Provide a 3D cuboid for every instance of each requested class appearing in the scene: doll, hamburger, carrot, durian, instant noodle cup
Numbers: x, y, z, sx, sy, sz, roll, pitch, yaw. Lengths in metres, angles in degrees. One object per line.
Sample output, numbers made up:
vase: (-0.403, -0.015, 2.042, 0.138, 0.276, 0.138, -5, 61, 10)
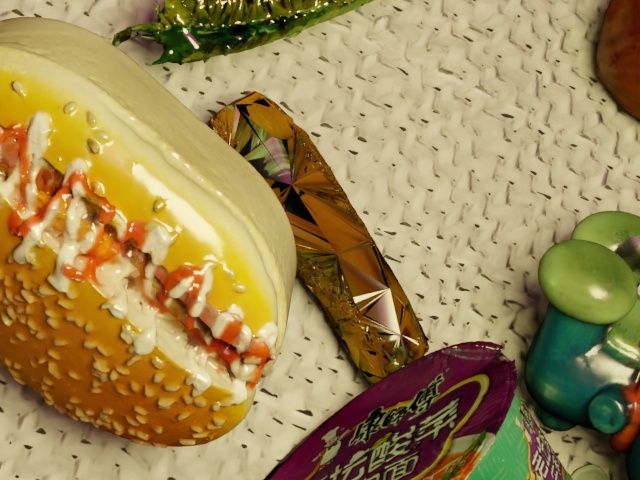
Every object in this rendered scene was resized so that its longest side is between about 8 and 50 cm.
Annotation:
doll: (0.281, 0.126, 1.224, 0.322, 0.186, 0.198, 36, 31, 17)
hamburger: (-0.152, 0.002, 1.064, 0.295, 0.227, 0.151, 38, 45, -9)
carrot: (0.000, 0.000, 1.215, 0.069, 0.069, 0.229, -34, 93, -25)
durian: (-0.004, -0.203, 1.225, 0.375, 0.132, 0.107, -20, 98, -31)
instant noodle cup: (0.079, 0.217, 1.105, 0.251, 0.251, 0.190, -46, 105, -25)

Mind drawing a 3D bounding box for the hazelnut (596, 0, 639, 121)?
hazelnut: (0.312, -0.159, 1.323, 0.208, 0.208, 0.208, 5, 76, -21)

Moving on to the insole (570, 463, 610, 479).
insole: (0.230, 0.234, 1.283, 0.053, 0.002, 0.153, -29, 89, -25)
